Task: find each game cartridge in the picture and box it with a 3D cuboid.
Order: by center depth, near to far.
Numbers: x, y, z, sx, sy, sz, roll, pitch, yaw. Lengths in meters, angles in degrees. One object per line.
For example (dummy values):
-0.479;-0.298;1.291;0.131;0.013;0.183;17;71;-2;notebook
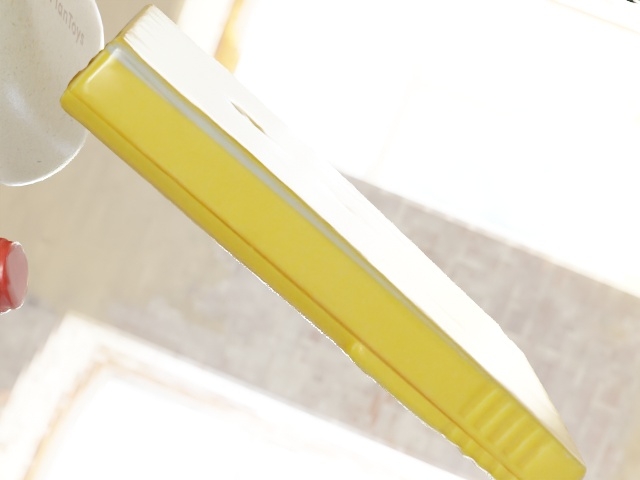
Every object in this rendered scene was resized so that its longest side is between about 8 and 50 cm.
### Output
0.000;0.000;1.075;0.053;0.323;0.285;-45;8;6;game cartridge

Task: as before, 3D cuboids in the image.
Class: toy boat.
-0.246;-0.091;1.244;0.267;0.148;0.318;67;-155;-60;toy boat

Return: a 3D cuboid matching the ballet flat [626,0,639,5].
0.101;-0.148;0.781;0.074;0.203;0.074;-50;5;6;ballet flat
